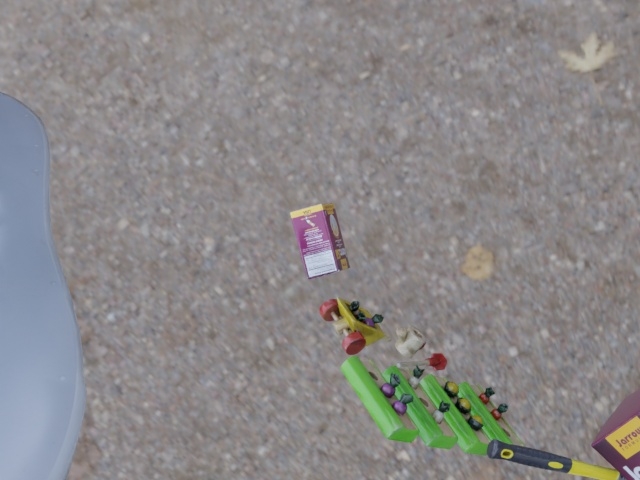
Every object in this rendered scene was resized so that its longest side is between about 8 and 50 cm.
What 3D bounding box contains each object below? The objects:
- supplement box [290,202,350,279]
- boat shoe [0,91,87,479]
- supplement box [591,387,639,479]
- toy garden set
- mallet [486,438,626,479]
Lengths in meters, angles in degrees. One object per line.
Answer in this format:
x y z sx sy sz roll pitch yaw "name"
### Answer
0.000 0.000 1.409 0.043 0.055 0.083 -15 90 16 "supplement box"
-0.202 0.074 0.596 0.135 0.157 0.367 6 35 -20 "boat shoe"
0.358 0.210 1.077 0.188 0.104 0.081 44 51 7 "supplement box"
0.120 0.152 1.366 0.049 0.244 0.204 -52 48 19 "toy garden set"
0.238 0.224 1.121 0.039 0.189 0.062 -139 60 -66 "mallet"
